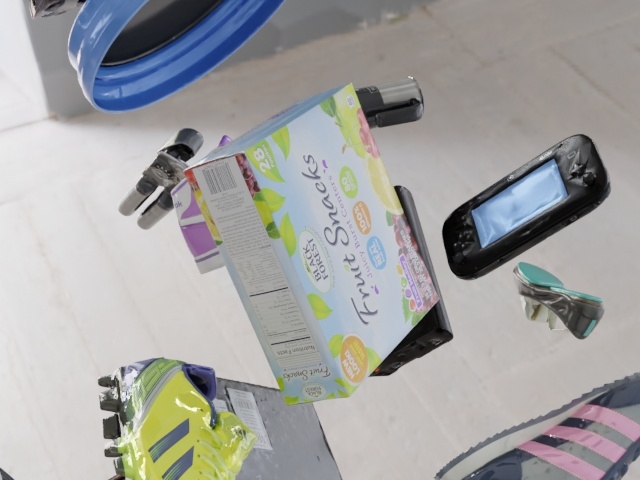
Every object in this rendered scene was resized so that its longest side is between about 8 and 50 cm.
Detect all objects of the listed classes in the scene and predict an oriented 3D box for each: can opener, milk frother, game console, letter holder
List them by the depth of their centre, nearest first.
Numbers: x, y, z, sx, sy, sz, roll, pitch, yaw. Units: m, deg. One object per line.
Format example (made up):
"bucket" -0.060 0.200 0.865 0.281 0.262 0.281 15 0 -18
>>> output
"game console" 0.155 -0.006 1.272 0.361 0.044 0.213 -33 47 23
"letter holder" -0.143 0.288 1.390 0.214 0.302 0.152 -31 65 19
"can opener" -0.230 -0.092 1.700 0.076 0.283 0.095 36 68 -11
"milk frother" 0.118 -0.209 2.066 0.134 0.143 0.129 -14 45 -18

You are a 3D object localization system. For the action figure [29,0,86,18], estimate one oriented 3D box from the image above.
"action figure" -0.311 -0.408 1.739 0.285 0.099 0.185 -12 74 -24

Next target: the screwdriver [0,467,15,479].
"screwdriver" -0.460 0.276 1.472 0.024 0.170 0.025 -51 8 5

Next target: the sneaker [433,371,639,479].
"sneaker" 0.288 0.234 1.194 0.319 0.112 0.131 -26 66 1

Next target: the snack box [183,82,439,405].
"snack box" 0.000 0.000 0.916 0.070 0.207 0.174 -15 14 36

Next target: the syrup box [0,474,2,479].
"syrup box" -0.389 0.244 0.946 0.237 0.093 0.096 -14 9 5

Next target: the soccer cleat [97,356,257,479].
"soccer cleat" -0.100 0.171 0.869 0.121 0.093 0.289 -7 24 -14

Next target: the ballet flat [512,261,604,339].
"ballet flat" 0.432 0.117 2.146 0.095 0.096 0.280 12 9 -19

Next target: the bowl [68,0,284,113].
"bowl" -0.184 -0.333 1.588 0.391 0.391 0.077 -35 81 -28

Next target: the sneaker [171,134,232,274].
"sneaker" -0.059 -0.080 1.497 0.282 0.161 0.102 -22 2 -9
